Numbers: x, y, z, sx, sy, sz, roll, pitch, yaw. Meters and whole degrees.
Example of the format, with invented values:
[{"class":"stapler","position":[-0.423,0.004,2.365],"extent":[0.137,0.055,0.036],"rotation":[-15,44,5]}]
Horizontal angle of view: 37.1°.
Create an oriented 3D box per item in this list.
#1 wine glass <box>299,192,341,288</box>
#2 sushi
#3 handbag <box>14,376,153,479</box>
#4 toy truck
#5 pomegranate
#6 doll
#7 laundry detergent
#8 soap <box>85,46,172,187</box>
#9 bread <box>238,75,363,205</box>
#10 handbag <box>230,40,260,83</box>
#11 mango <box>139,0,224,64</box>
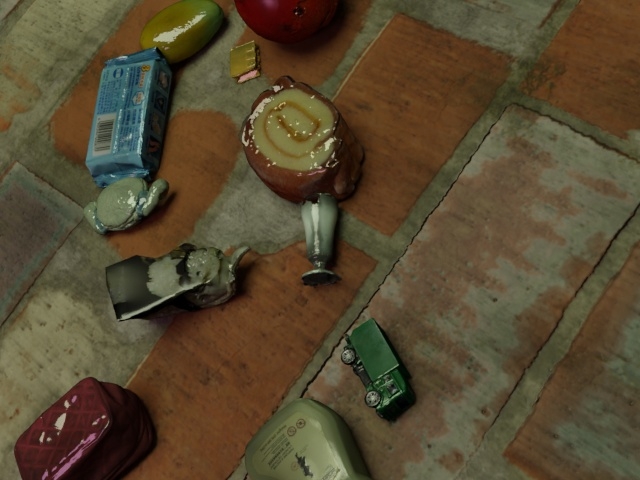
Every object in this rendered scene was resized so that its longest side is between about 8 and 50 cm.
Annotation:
[{"class":"wine glass","position":[0.000,0.000,1.655],"extent":[0.072,0.072,0.155],"rotation":[-13,60,23]},{"class":"sushi","position":[-0.242,0.080,1.738],"extent":[0.273,0.109,0.134],"rotation":[-20,52,2]},{"class":"handbag","position":[-0.409,0.349,1.658],"extent":[0.225,0.135,0.146],"rotation":[-43,54,8]},{"class":"toy truck","position":[0.091,0.207,1.499],"extent":[0.079,0.065,0.147],"rotation":[-33,53,6]},{"class":"pomegranate","position":[-0.062,-0.494,1.868],"extent":[0.210,0.210,0.235],"rotation":[-5,36,26]},{"class":"doll","position":[-0.393,-0.071,1.904],"extent":[0.214,0.071,0.103],"rotation":[-17,58,26]},{"class":"laundry detergent","position":[-0.004,0.375,1.446],"extent":[0.181,0.091,0.253],"rotation":[-41,53,6]},{"class":"soap","position":[-0.400,-0.251,1.990],"extent":[0.156,0.077,0.293],"rotation":[-3,70,26]},{"class":"bread","position":[-0.028,-0.165,1.723],"extent":[0.190,0.123,0.244],"rotation":[-51,53,-1]},{"class":"handbag","position":[-0.155,-0.367,1.957],"extent":[0.061,0.027,0.083],"rotation":[-17,57,22]},{"class":"mango","position":[-0.294,-0.449,2.036],"extent":[0.195,0.092,0.130],"rotation":[-22,57,15]}]
